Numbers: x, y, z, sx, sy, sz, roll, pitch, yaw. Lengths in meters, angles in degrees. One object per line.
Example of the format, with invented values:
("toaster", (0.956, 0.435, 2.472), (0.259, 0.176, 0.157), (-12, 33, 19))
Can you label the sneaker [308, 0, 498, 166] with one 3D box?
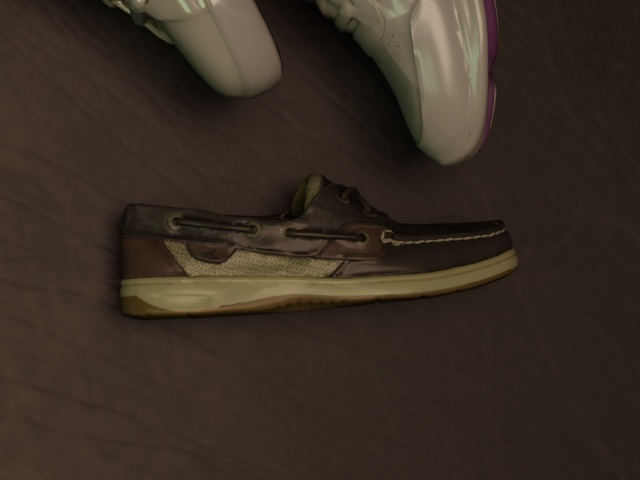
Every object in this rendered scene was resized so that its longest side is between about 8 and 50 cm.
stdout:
("sneaker", (0.000, -0.174, 1.060), (0.152, 0.114, 0.305), (-21, 85, -6))

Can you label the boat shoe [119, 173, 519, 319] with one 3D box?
("boat shoe", (-0.001, 0.000, 1.050), (0.224, 0.080, 0.073), (-6, 93, -11))

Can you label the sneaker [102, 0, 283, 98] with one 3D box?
("sneaker", (-0.143, -0.170, 1.021), (0.123, 0.106, 0.290), (-40, 87, -7))
